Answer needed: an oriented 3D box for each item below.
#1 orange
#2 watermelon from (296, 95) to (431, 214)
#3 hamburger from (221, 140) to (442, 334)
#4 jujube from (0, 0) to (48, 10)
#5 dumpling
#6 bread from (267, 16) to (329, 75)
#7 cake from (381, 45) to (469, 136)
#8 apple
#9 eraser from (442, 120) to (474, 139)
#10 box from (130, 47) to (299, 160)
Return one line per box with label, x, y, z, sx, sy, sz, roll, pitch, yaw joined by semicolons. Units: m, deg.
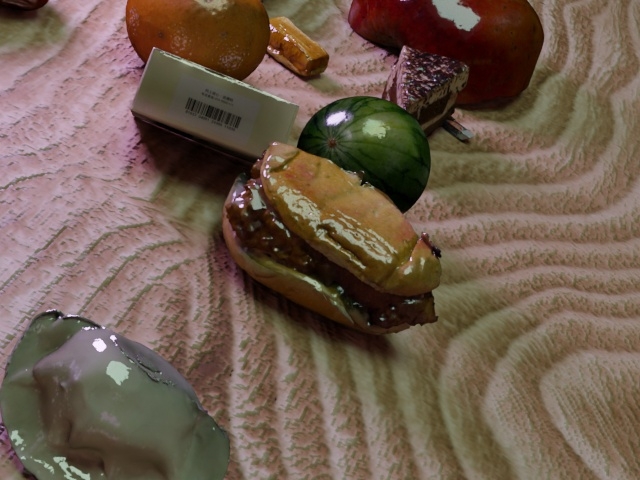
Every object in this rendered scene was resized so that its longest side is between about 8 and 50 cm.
orange;-0.191;-0.324;1.794;0.224;0.170;0.224;19;12;-4
watermelon;0.066;-0.109;1.671;0.188;0.188;0.214;49;12;31
hamburger;0.000;0.000;1.492;0.245;0.155;0.282;2;44;-29
jujube;-0.518;-0.455;1.728;0.290;0.197;0.197;27;29;-30
dumpling;-0.206;0.179;1.139;0.247;0.142;0.172;35;68;0
bread;-0.049;-0.332;2.018;0.132;0.053;0.074;38;38;16
cake;0.134;-0.235;1.965;0.135;0.112;0.246;28;38;21
apple;0.255;-0.404;2.285;0.364;0.295;0.329;-6;83;-40
eraser;0.228;-0.208;2.076;0.099;0.019;0.027;40;34;17
box;-0.149;-0.180;1.623;0.212;0.095;0.168;21;-2;-9
